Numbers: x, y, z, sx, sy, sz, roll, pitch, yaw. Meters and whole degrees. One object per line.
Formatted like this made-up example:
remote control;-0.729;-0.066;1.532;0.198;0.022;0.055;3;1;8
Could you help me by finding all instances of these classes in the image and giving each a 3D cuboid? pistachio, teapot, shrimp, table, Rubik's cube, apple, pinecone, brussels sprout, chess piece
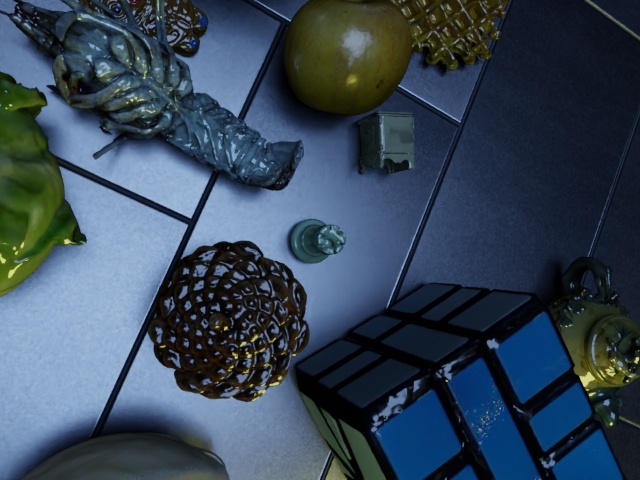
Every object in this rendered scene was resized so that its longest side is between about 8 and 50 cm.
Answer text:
pistachio;-0.255;0.350;0.697;0.331;0.208;0.226;-30;77;-31
teapot;0.448;0.160;0.959;0.173;0.182;0.270;2;87;-18
shrimp;-0.215;-0.187;0.759;0.410;0.166;0.222;34;76;-28
table;0.098;-0.146;0.899;0.062;0.079;0.084;-3;91;-20
Rubik's cube;0.167;0.246;0.807;0.283;0.293;0.289;-31;97;-20
apple;0.037;-0.261;0.838;0.182;0.182;0.155;-6;120;-19
pinecone;-0.112;0.099;0.761;0.207;0.207;0.208;0;89;-19
brussels sprout;-0.406;-0.057;0.642;0.294;0.227;0.260;-38;107;-29
chess piece;0.000;0.000;0.848;0.067;0.103;0.067;1;88;-20

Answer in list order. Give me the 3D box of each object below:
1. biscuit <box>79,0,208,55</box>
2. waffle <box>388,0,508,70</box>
biscuit;-0.241;-0.322;0.813;0.175;0.026;0.124;22;82;-17
waffle;0.196;-0.395;0.954;0.228;0.051;0.232;12;86;-19
